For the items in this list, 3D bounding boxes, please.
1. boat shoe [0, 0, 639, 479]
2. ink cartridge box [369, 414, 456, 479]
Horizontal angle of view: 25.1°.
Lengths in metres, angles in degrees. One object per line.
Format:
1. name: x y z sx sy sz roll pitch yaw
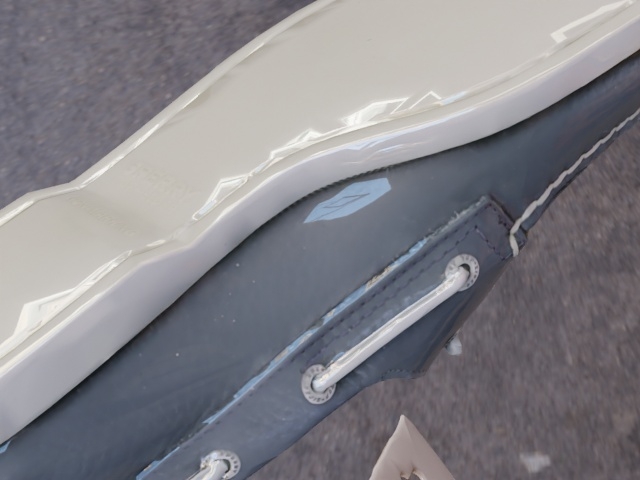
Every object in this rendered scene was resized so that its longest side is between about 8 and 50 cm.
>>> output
1. boat shoe: 0.000 0.000 0.460 0.319 0.116 0.099 -33 123 -15
2. ink cartridge box: 0.098 0.316 0.986 0.119 0.207 0.353 -33 91 16
